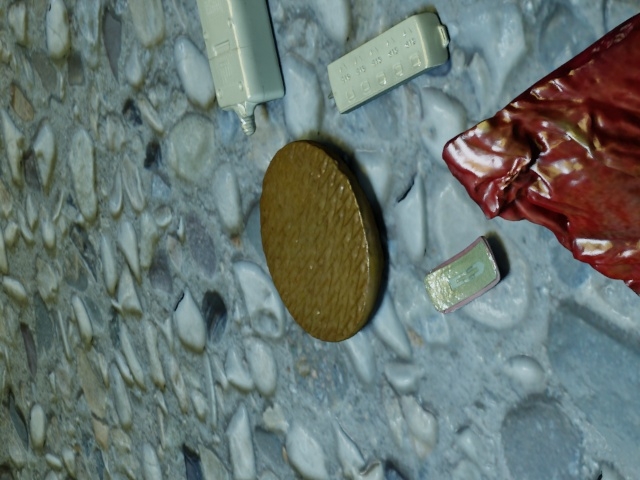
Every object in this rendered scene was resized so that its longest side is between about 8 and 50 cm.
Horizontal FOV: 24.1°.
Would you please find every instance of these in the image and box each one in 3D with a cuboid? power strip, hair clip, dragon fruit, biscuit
[{"bbox_3d":[0.065,-0.195,1.700,0.252,0.027,0.060,-21,82,59],"label":"power strip"},{"bbox_3d":[0.158,0.038,1.638,0.137,0.022,0.054,-41,67,56],"label":"hair clip"},{"bbox_3d":[0.257,-0.072,1.205,0.240,0.330,0.302,-132,33,-74],"label":"dragon fruit"},{"bbox_3d":[0.001,0.000,1.872,0.262,0.037,0.262,28,124,53],"label":"biscuit"},{"bbox_3d":[-0.115,-0.303,1.931,0.098,0.058,0.338,-8,94,59],"label":"power strip"}]
